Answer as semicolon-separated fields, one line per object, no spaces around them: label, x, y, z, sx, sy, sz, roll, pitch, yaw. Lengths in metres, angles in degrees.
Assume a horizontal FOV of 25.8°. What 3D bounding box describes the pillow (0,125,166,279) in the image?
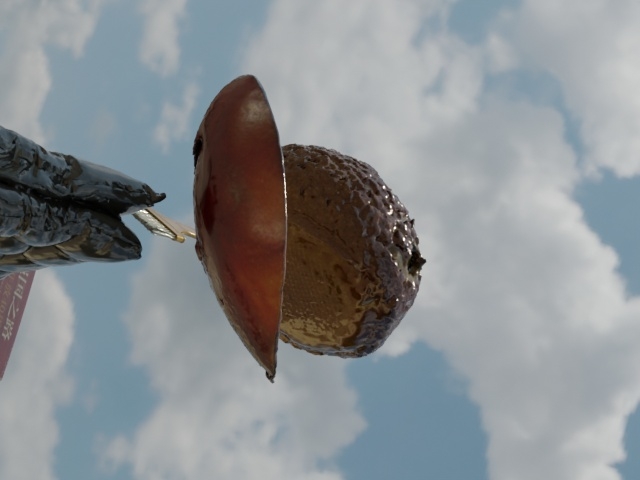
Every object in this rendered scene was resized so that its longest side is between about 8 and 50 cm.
pillow;-0.331;-0.025;1.258;0.326;0.228;0.101;-8;-110;44

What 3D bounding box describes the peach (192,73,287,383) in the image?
peach;-0.081;-0.009;1.238;0.189;0.068;0.279;124;-38;-67

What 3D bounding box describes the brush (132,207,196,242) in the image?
brush;-0.196;-0.013;2.038;0.103;0.272;0.013;39;-82;30

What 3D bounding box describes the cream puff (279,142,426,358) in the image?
cream puff;0.000;0.000;1.821;0.303;0.303;0.212;-37;-168;50

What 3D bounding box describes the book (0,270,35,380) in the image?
book;-0.511;0.036;2.044;0.374;0.028;0.262;60;40;-67
